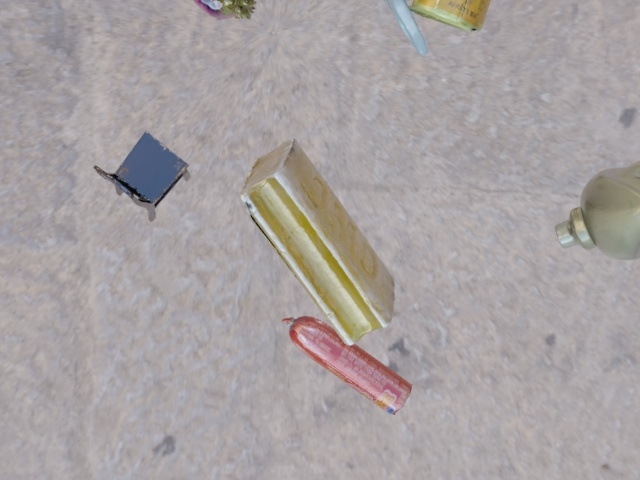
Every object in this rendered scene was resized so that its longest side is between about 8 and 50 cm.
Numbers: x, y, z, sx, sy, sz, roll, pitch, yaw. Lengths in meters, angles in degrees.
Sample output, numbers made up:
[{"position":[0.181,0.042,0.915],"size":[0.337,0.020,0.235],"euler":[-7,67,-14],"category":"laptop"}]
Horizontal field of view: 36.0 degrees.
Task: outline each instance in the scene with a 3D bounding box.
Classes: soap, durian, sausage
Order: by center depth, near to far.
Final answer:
[{"position":[0.000,0.000,1.419],"size":[0.089,0.173,0.274],"euler":[-31,108,16],"category":"soap"},{"position":[-0.130,-0.383,1.458],"size":[0.119,0.108,0.186],"euler":[-52,144,13],"category":"durian"},{"position":[0.044,0.217,1.803],"size":[0.274,0.074,0.074],"euler":[37,98,-10],"category":"sausage"}]

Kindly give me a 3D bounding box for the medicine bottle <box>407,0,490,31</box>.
[{"position":[0.223,-0.443,1.485],"size":[0.124,0.124,0.239],"euler":[16,103,-6],"category":"medicine bottle"}]

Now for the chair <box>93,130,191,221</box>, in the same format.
[{"position":[-0.258,-0.103,1.441],"size":[0.084,0.212,0.101],"euler":[38,81,4],"category":"chair"}]

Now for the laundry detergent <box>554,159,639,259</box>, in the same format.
[{"position":[0.337,-0.047,0.900],"size":[0.253,0.181,0.091],"euler":[-22,88,22],"category":"laundry detergent"}]

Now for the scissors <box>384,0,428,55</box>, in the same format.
[{"position":[0.102,-0.421,1.540],"size":[0.029,0.360,0.191],"euler":[-29,72,5],"category":"scissors"}]
